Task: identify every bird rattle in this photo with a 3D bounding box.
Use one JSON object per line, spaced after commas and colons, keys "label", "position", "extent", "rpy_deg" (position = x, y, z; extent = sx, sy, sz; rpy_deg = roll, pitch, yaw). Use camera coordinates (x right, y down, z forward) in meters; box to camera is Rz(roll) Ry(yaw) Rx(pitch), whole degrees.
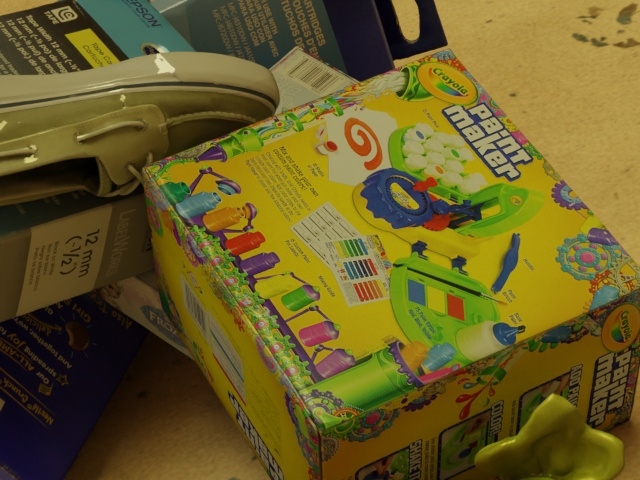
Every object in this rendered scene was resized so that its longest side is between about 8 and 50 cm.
{"label": "bird rattle", "position": [0.115, 0.232, 1.295], "extent": [0.253, 0.143, 0.207], "rpy_deg": [-29, 48, -9]}

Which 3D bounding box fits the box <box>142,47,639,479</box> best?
{"label": "box", "position": [0.054, 0.042, 1.455], "extent": [0.279, 0.177, 0.290], "rpy_deg": [-22, 51, -17]}

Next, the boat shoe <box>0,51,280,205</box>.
{"label": "boat shoe", "position": [-0.173, -0.077, 1.471], "extent": [0.302, 0.109, 0.094], "rpy_deg": [-8, 68, -19]}

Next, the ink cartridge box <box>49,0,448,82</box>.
{"label": "ink cartridge box", "position": [-0.075, -0.167, 1.886], "extent": [0.395, 0.270, 0.151], "rpy_deg": [-27, 33, -10]}

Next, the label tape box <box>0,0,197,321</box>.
{"label": "label tape box", "position": [-0.242, -0.072, 1.583], "extent": [0.347, 0.115, 0.249], "rpy_deg": [-18, 53, -36]}

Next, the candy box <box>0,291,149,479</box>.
{"label": "candy box", "position": [-0.304, 0.063, 1.654], "extent": [0.122, 0.268, 0.317], "rpy_deg": [-38, 16, 38]}

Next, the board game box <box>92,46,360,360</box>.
{"label": "board game box", "position": [0.000, 0.000, 1.660], "extent": [0.318, 0.066, 0.318], "rpy_deg": [32, 55, 25]}
